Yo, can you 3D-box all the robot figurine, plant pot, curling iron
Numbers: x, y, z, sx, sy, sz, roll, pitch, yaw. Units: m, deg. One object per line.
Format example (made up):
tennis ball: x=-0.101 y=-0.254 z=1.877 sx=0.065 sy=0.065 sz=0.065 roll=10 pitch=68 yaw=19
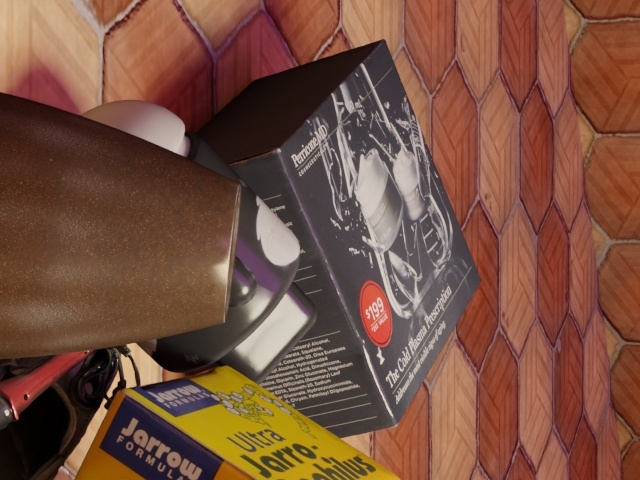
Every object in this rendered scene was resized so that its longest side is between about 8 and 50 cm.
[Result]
robot figurine: x=-0.133 y=0.006 z=1.526 sx=0.278 sy=0.209 sz=0.174 roll=47 pitch=39 yaw=-21
plant pot: x=-0.180 y=-0.003 z=1.316 sx=0.215 sy=0.230 sz=0.215 roll=-174 pitch=-90 yaw=-90
curling iron: x=-0.226 y=0.131 z=1.292 sx=0.068 sy=0.035 sz=0.274 roll=56 pitch=35 yaw=6

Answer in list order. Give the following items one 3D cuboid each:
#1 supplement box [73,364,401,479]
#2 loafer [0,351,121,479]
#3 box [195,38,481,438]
supplement box: x=-0.120 y=0.307 z=1.409 sx=0.357 sy=0.195 sz=0.194 roll=-63 pitch=162 yaw=13
loafer: x=-0.235 y=0.145 z=1.402 sx=0.112 sy=0.111 sz=0.319 roll=57 pitch=30 yaw=-14
box: x=0.000 y=0.000 z=1.843 sx=0.313 sy=0.179 sz=0.343 roll=66 pitch=28 yaw=-16
